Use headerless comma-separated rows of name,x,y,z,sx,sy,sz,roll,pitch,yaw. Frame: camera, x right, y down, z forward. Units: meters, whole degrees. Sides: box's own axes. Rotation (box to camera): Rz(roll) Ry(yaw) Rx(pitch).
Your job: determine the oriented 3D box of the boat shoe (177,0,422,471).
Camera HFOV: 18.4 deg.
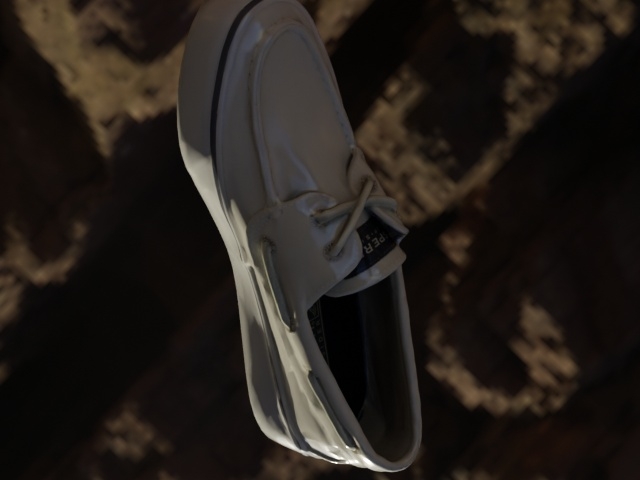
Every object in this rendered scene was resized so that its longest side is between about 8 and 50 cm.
boat shoe,0.000,0.000,0.985,0.088,0.267,0.096,16,-147,41
